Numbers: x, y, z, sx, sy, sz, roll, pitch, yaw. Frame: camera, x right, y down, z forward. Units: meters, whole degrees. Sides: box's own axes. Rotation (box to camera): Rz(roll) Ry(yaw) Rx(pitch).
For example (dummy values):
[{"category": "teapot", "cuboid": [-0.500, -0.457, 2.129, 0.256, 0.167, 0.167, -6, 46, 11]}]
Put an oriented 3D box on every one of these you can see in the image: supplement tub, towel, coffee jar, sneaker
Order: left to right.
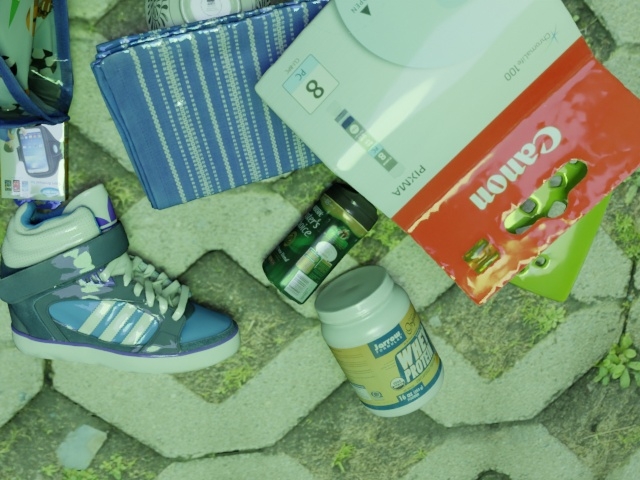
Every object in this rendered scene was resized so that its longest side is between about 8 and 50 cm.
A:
[{"category": "sneaker", "cuboid": [-0.264, 0.045, 0.775, 0.323, 0.130, 0.236, 5, 109, -7]}, {"category": "towel", "cuboid": [-0.099, -0.178, 0.758, 0.336, 0.040, 0.243, -17, 130, -9]}, {"category": "coffee jar", "cuboid": [0.000, 0.000, 0.840, 0.079, 0.096, 0.184, 41, 92, -21]}, {"category": "supplement tub", "cuboid": [0.089, 0.153, 0.873, 0.144, 0.144, 0.199, -30, 109, -3]}]

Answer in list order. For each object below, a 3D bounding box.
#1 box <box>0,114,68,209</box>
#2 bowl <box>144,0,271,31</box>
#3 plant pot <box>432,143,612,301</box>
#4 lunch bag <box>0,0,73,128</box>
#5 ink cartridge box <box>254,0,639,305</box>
[{"category": "box", "cuboid": [-0.385, -0.108, 0.766, 0.081, 0.028, 0.136, 2, 102, -13]}, {"category": "bowl", "cuboid": [-0.144, -0.300, 0.739, 0.170, 0.080, 0.170, -3, 104, -10]}, {"category": "plant pot", "cuboid": [0.247, -0.069, 0.813, 0.207, 0.228, 0.227, 15, 101, -8]}, {"category": "lunch bag", "cuboid": [-0.438, -0.250, 0.544, 0.328, 0.385, 0.238, 9, 70, -10]}, {"category": "ink cartridge box", "cuboid": [0.161, -0.153, 0.658, 0.308, 0.091, 0.385, -45, 84, 13]}]
